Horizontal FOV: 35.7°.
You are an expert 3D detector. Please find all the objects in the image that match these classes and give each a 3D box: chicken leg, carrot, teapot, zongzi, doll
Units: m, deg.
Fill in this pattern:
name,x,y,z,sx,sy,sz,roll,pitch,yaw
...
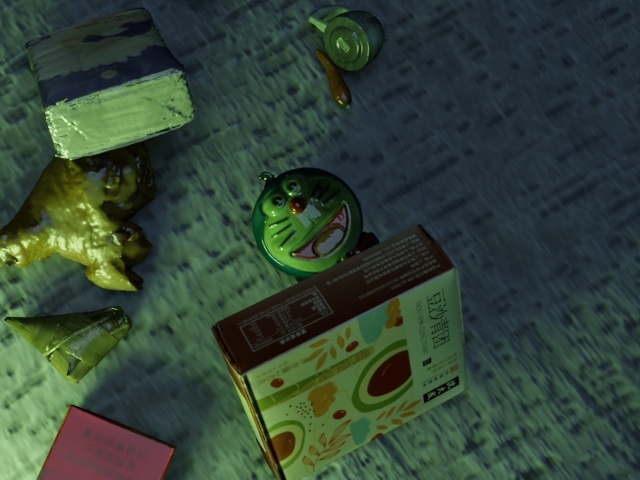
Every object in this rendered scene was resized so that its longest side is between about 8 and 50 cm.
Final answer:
name,x,y,z,sx,sy,sz,roll,pitch,yaw
chicken leg,-0.444,-0.003,1.757,0.409,0.182,0.295,-35,101,-9
carrot,0.027,-0.314,1.933,0.035,0.035,0.142,-22,76,-11
teapot,0.062,-0.398,1.932,0.108,0.149,0.111,-37,127,-41
zongzi,-0.442,0.145,1.763,0.176,0.078,0.160,42,70,11
doll,0.001,-0.001,1.790,0.198,0.186,0.322,-38,94,-7

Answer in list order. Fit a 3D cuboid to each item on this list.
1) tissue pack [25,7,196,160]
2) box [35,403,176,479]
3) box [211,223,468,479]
name,x,y,z,sx,sy,sz,roll,pitch,yaw
tissue pack,-0.375,-0.285,1.735,0.242,0.343,0.125,-19,125,-10
box,-0.398,0.462,1.692,0.197,0.089,0.313,24,76,-4
box,0.048,0.201,1.672,0.385,0.344,0.122,-26,48,-11
